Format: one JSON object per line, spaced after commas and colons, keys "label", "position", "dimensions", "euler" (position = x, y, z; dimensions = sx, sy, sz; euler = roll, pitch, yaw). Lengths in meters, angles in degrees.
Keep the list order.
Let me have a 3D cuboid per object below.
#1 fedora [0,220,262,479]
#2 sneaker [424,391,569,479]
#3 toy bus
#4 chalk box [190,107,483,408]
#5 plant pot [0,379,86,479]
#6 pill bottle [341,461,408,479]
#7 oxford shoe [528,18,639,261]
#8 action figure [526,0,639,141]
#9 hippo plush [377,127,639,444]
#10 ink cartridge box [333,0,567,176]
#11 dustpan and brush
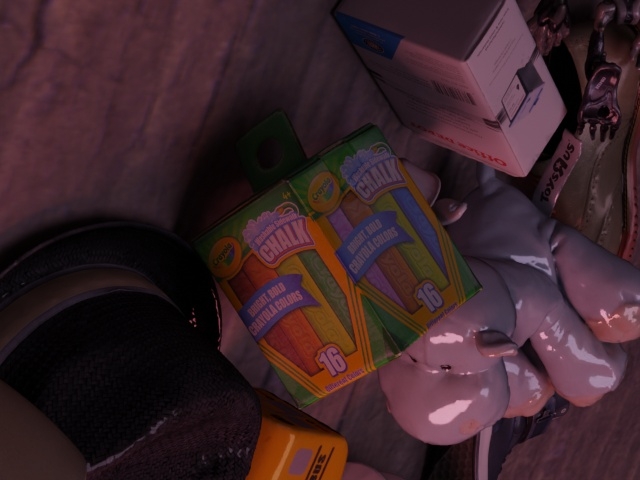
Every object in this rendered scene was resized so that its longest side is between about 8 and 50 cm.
{"label": "fedora", "position": [-0.157, 0.146, 1.465], "dimensions": [0.334, 0.152, 0.334], "euler": [-33, 136, -38]}
{"label": "sneaker", "position": [0.191, 0.226, 2.059], "dimensions": [0.163, 0.086, 0.226], "euler": [-19, 126, -44]}
{"label": "toy bus", "position": [-0.093, 0.300, 1.701], "dimensions": [0.130, 0.108, 0.333], "euler": [16, 99, -56]}
{"label": "chalk box", "position": [0.000, 0.000, 1.538], "dimensions": [0.132, 0.213, 0.132], "euler": [-34, -179, 43]}
{"label": "plant pot", "position": [-0.315, 0.152, 1.192], "dimensions": [0.284, 0.284, 0.191], "euler": [-44, 107, -27]}
{"label": "pill bottle", "position": [0.065, 0.310, 1.898], "dimensions": [0.136, 0.136, 0.246], "euler": [-55, 146, -12]}
{"label": "oxford shoe", "position": [0.247, -0.065, 1.938], "dimensions": [0.130, 0.123, 0.348], "euler": [-6, 116, -28]}
{"label": "action figure", "position": [0.267, -0.206, 1.769], "dimensions": [0.141, 0.164, 0.276], "euler": [105, -14, -54]}
{"label": "hippo plush", "position": [0.170, 0.070, 1.741], "dimensions": [0.236, 0.234, 0.294], "euler": [-46, 150, -59]}
{"label": "ink cartridge box", "position": [0.114, -0.151, 1.644], "dimensions": [0.082, 0.139, 0.191], "euler": [-57, 147, -12]}
{"label": "dustpan and brush", "position": [0.066, -0.020, 1.629], "dimensions": [0.147, 0.060, 0.211], "euler": [-50, -175, -20]}
